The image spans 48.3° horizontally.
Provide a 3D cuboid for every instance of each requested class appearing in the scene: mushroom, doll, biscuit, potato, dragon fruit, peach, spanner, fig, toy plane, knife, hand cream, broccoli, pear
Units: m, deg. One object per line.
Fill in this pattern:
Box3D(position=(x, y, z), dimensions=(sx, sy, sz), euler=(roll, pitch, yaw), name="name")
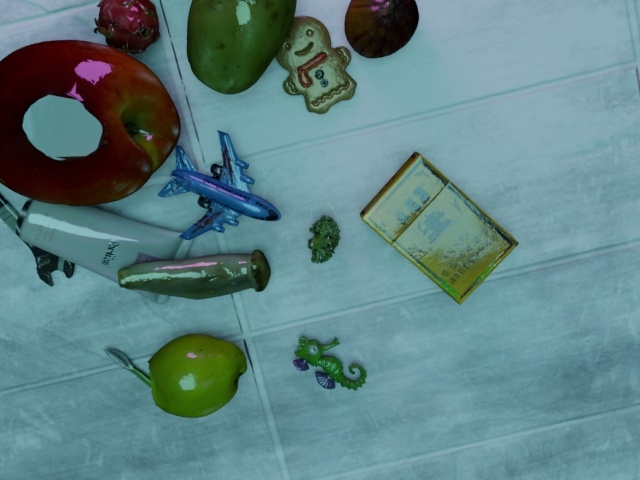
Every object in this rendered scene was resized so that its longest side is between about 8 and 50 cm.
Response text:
Box3D(position=(-0.276, 0.083, 1.592), dimensions=(0.333, 0.087, 0.107), euler=(-7, 121, -11), name="mushroom")
Box3D(position=(0.023, 0.288, 1.670), dimensions=(0.190, 0.050, 0.115), euler=(39, 105, -8), name="doll")
Box3D(position=(-0.019, -0.390, 1.553), dimensions=(0.166, 0.036, 0.225), euler=(-27, 99, 6), name="biscuit")
Box3D(position=(-0.165, -0.454, 1.451), dimensions=(0.216, 0.216, 0.304), euler=(32, 103, -6), name="potato")
Box3D(position=(-0.395, -0.453, 1.488), dimensions=(0.136, 0.166, 0.133), euler=(-51, 142, 4), name="dragon fruit")
Box3D(position=(-0.498, -0.234, 1.444), dimensions=(0.406, 0.310, 0.335), euler=(6, 103, -2), name="peach")
Box3D(position=(-0.686, -0.025, 1.622), dimensions=(0.087, 0.024, 0.316), euler=(-39, 99, 12), name="spanner")
Box3D(position=(0.140, -0.464, 1.478), dimensions=(0.149, 0.202, 0.148), euler=(-47, 115, -28), name="fig")
Box3D(position=(-0.212, -0.102, 1.568), dimensions=(0.271, 0.105, 0.254), euler=(22, 100, -5), name="toy plane")
Box3D(position=(-0.435, 0.308, 1.684), dimensions=(0.184, 0.026, 0.022), euler=(41, 137, -9), name="knife")
Box3D(position=(-0.484, 0.006, 1.589), dimensions=(0.359, 0.118, 0.185), euler=(22, 101, -12), name="hand cream")
Box3D(position=(0.000, 0.000, 1.598), dimensions=(0.092, 0.097, 0.095), euler=(-16, 80, -41), name="broccoli")
Box3D(position=(-0.275, 0.304, 1.611), dimensions=(0.220, 0.187, 0.187), euler=(-5, 101, -13), name="pear")

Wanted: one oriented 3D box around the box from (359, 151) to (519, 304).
Box3D(position=(0.262, -0.028, 1.595), dimensions=(0.301, 0.084, 0.193), euler=(41, 98, -7), name="box")
